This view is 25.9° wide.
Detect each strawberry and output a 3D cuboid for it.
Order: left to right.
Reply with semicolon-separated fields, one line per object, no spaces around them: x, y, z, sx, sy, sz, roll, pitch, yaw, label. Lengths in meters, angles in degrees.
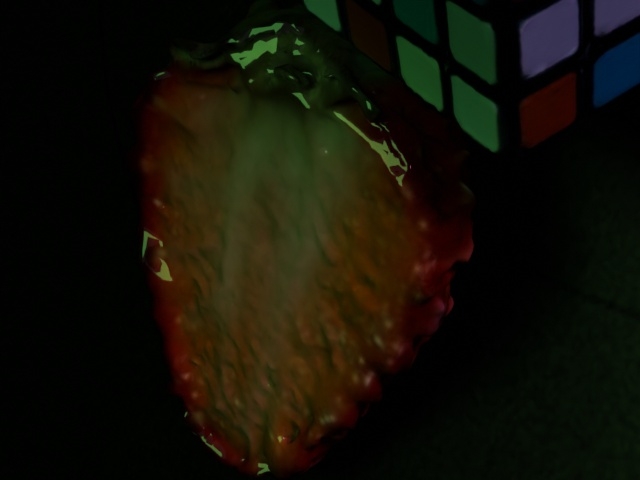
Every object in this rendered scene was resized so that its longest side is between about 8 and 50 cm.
0.000;0.000;0.677;0.190;0.111;0.237;30;124;29;strawberry

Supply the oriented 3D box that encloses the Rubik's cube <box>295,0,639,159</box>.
0.080;-0.175;0.537;0.187;0.182;0.184;-29;50;-17;Rubik's cube
